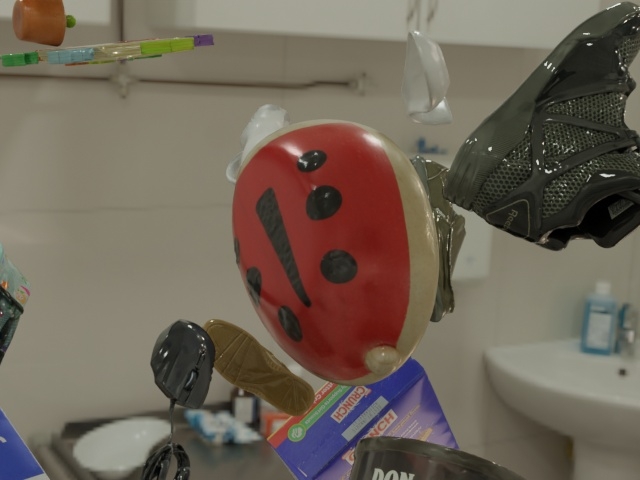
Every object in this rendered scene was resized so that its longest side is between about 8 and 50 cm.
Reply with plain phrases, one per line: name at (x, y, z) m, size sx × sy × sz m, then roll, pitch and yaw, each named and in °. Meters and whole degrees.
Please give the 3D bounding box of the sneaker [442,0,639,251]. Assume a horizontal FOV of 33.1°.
sneaker at (0.199, -0.076, 0.778) m, size 0.130 × 0.087 × 0.227 m, roll 36°, pitch 59°, yaw 12°

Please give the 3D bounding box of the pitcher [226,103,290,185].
pitcher at (-0.109, -0.138, 2.056) m, size 0.125 × 0.178 × 0.207 m, roll 27°, pitch 26°, yaw -31°

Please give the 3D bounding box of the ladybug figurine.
ladybug figurine at (0.000, 0.000, 1.446) m, size 0.162 × 0.305 × 0.449 m, roll 21°, pitch 28°, yaw -37°

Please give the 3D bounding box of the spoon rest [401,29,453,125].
spoon rest at (0.179, -0.265, 1.868) m, size 0.084 × 0.137 × 0.276 m, roll -17°, pitch -18°, yaw 5°

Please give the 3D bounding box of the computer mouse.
computer mouse at (-0.144, 0.171, 1.109) m, size 0.041 × 0.071 × 0.242 m, roll -29°, pitch 36°, yaw 25°

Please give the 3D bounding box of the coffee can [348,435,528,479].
coffee can at (0.096, 0.364, 1.095) m, size 0.201 × 0.275 × 0.201 m, roll 15°, pitch -23°, yaw 7°

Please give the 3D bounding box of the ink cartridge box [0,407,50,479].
ink cartridge box at (-0.193, 0.164, 0.596) m, size 0.097 × 0.046 × 0.207 m, roll -11°, pitch 48°, yaw -46°

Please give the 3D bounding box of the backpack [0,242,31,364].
backpack at (-0.568, 0.105, 1.638) m, size 0.225 × 0.191 × 0.253 m, roll -20°, pitch 27°, yaw 18°

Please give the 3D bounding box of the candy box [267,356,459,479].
candy box at (0.081, 0.344, 1.820) m, size 0.268 × 0.317 × 0.122 m, roll -41°, pitch 55°, yaw -12°

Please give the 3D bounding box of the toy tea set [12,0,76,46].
toy tea set at (-0.350, -0.429, 1.492) m, size 0.124 × 0.336 × 0.200 m, roll -6°, pitch 53°, yaw -32°

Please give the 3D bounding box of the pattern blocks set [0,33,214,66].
pattern blocks set at (-0.303, -0.277, 1.587) m, size 0.285 × 0.026 × 0.325 m, roll 7°, pitch 17°, yaw 44°

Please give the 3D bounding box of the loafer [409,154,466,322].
loafer at (0.174, -0.006, 1.554) m, size 0.087 × 0.251 × 0.094 m, roll 1°, pitch -19°, yaw -13°

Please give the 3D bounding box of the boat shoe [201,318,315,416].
boat shoe at (-0.085, 0.156, 1.315) m, size 0.170 × 0.063 × 0.059 m, roll 41°, pitch -12°, yaw -16°
